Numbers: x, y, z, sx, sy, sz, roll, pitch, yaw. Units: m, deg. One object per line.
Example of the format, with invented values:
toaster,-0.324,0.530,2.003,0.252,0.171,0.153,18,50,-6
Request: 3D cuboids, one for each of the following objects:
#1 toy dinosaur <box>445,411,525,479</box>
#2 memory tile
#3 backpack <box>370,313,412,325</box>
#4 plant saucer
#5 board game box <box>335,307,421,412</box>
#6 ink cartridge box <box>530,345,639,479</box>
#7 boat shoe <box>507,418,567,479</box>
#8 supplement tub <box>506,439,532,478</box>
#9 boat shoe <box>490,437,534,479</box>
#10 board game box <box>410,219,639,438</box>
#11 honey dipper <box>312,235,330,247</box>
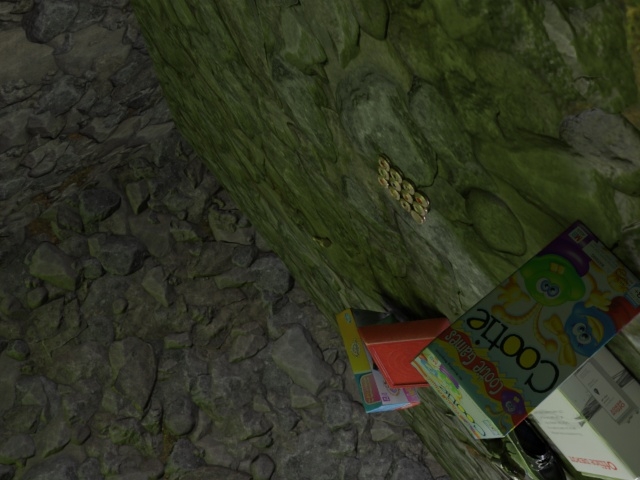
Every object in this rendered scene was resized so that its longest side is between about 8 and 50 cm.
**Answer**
toy dinosaur,0.471,0.518,1.602,0.268,0.118,0.064,41,163,47
memory tile,0.167,-0.105,1.217,0.148,0.012,0.113,48,168,20
backpack,0.235,0.315,1.774,0.188,0.144,0.165,46,-157,-29
plant saucer,0.258,0.325,1.624,0.259,0.047,0.258,-10,128,26
board game box,0.184,0.378,1.872,0.242,0.064,0.316,16,-131,-51
ink cartridge box,0.425,0.253,1.010,0.283,0.117,0.207,51,168,12
boat shoe,0.544,0.530,1.481,0.228,0.080,0.076,58,171,11
supplement tub,0.557,0.588,1.593,0.071,0.071,0.107,59,166,-25
boat shoe,0.611,0.729,1.744,0.305,0.091,0.109,55,168,-9
board game box,0.281,0.125,0.806,0.144,0.275,0.142,49,168,15
honey dipper,0.000,0.000,2.130,0.030,0.030,0.161,56,172,-17
